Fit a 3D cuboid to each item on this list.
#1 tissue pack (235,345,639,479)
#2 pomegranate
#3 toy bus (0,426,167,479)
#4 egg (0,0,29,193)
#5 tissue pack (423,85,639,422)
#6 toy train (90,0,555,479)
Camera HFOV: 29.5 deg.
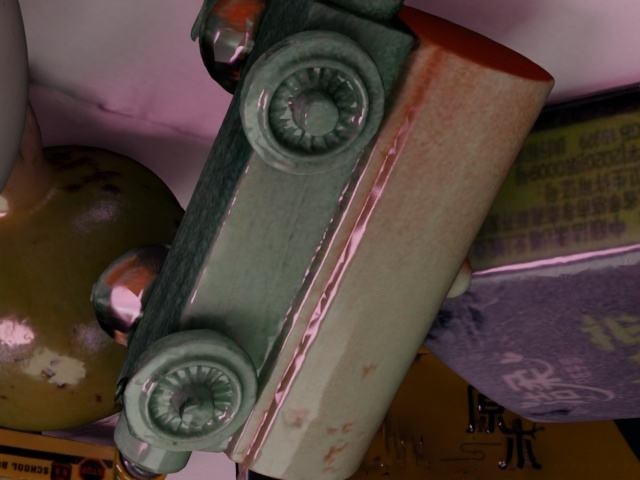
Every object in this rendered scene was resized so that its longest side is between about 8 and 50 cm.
[{"bbox_3d":[0.126,0.225,1.029,0.416,0.264,0.253,2,158,-4],"label":"tissue pack"},{"bbox_3d":[-0.173,0.014,0.709,0.179,0.179,0.210,-22,131,42],"label":"pomegranate"},{"bbox_3d":[-0.326,0.245,1.268,0.335,0.123,0.121,16,152,-29],"label":"toy bus"},{"bbox_3d":[-0.209,-0.078,0.479,0.183,0.183,0.264,5,150,-9],"label":"egg"},{"bbox_3d":[0.262,0.010,0.726,0.394,0.124,0.288,-11,151,26],"label":"tissue pack"},{"bbox_3d":[0.000,0.000,0.605,0.177,0.116,0.285,15,111,-26],"label":"toy train"}]
